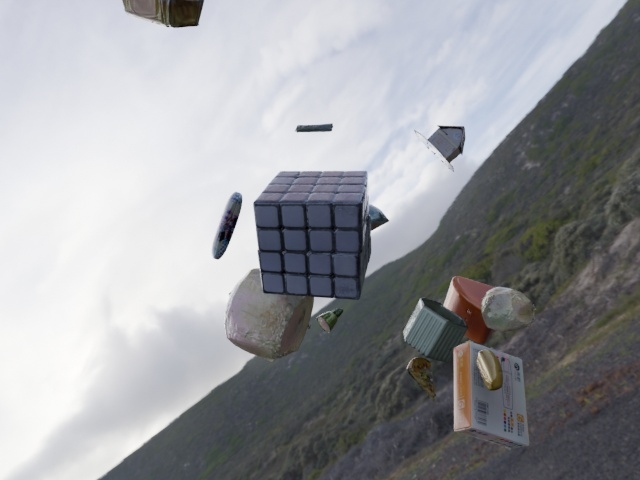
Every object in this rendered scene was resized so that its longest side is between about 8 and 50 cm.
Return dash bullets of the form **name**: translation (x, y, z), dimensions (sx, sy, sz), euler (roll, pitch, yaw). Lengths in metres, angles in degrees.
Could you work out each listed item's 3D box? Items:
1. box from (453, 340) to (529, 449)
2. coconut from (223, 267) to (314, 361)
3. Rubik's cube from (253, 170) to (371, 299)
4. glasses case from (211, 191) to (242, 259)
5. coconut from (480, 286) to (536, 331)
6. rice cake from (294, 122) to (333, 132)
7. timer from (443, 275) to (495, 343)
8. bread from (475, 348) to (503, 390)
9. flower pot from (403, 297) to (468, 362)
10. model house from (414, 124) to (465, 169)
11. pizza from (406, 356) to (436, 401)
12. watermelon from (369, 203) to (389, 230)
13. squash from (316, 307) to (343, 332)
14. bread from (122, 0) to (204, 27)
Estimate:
- **box**: translation (0.528, 0.475, 1.326), dimensions (0.091, 0.220, 0.274), euler (129, 160, -53)
- **coconut**: translation (-0.243, 0.298, 1.829), dimensions (0.404, 0.405, 0.405), euler (-36, -17, -13)
- **Rubik's cube**: translation (-0.010, -0.032, 1.444), dimensions (0.344, 0.342, 0.338), euler (-64, -26, -63)
- **glasses case**: translation (-0.434, -0.069, 1.972), dimensions (0.328, 0.076, 0.125), euler (-71, 19, -2)
- **coconut**: translation (0.717, 0.270, 1.664), dimensions (0.194, 0.194, 0.194), euler (-36, -17, -13)
- **rice cake**: translation (-0.032, -0.584, 2.215), dimensions (0.210, 0.034, 0.043), euler (-7, -10, -21)
- **timer**: translation (0.688, 0.309, 1.945), dimensions (0.161, 0.249, 0.258), euler (-39, -34, -36)
- **bread**: translation (0.498, 0.374, 1.239), dimensions (0.056, 0.115, 0.082), euler (-10, -46, -1)
- **flower pot**: translation (0.488, 0.382, 1.830), dimensions (0.239, 0.209, 0.190), euler (-49, -16, -77)
- **model house**: translation (0.472, -0.382, 1.592), dimensions (0.136, 0.207, 0.219), euler (-44, -15, 13)
- **pizza**: translation (0.407, 0.541, 1.675), dimensions (0.036, 0.176, 0.184), euler (-38, -38, 28)
- **watermelon**: translation (0.225, -0.131, 2.160), dimensions (0.188, 0.175, 0.322), euler (-29, 1, 2)
- **squash**: translation (0.059, 0.401, 2.232), dimensions (0.132, 0.105, 0.105), euler (-37, -16, -29)
- **bread**: translation (-0.473, -0.706, 1.262), dimensions (0.136, 0.241, 0.107), euler (-31, -39, -45)
